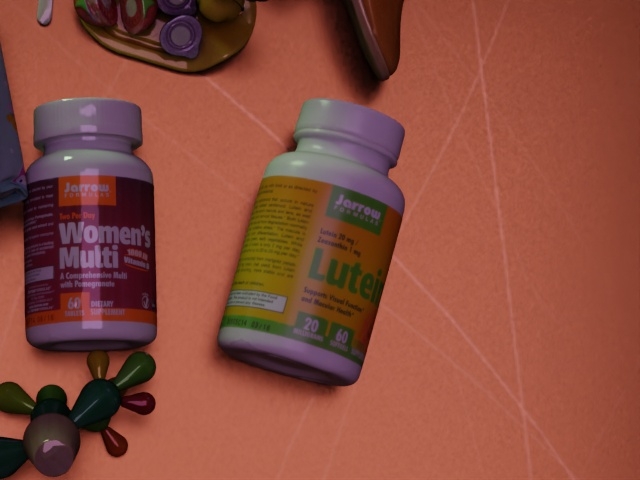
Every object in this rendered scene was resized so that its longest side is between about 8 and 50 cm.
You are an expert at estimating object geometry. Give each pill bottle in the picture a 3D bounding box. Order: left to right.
[{"bbox_3d":[-0.212,-0.013,1.779,0.121,0.121,0.221,-1,81,-7],"label":"pill bottle"},{"bbox_3d":[0.000,0.000,1.794,0.136,0.136,0.246,16,79,-4],"label":"pill bottle"}]

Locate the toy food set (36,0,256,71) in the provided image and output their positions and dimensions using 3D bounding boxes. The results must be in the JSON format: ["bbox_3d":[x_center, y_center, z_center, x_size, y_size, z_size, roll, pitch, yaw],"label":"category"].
[{"bbox_3d":[-0.165,-0.242,1.848,0.218,0.071,0.128,15,79,-4],"label":"toy food set"}]

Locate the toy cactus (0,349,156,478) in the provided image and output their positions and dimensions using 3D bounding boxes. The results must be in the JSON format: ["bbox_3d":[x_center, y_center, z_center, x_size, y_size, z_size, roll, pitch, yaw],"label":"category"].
[{"bbox_3d":[-0.240,0.177,1.723,0.219,0.180,0.112,-19,103,-5],"label":"toy cactus"}]

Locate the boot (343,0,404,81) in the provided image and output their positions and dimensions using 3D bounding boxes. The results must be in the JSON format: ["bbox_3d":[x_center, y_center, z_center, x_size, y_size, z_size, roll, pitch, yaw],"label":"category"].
[{"bbox_3d":[0.110,-0.312,1.873,0.211,0.104,0.295,-13,76,-3],"label":"boot"}]

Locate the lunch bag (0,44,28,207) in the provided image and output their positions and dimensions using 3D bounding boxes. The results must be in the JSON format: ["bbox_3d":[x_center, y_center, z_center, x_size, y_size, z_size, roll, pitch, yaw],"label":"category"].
[{"bbox_3d":[-0.416,-0.112,1.750,0.262,0.160,0.223,-16,82,24],"label":"lunch bag"}]
